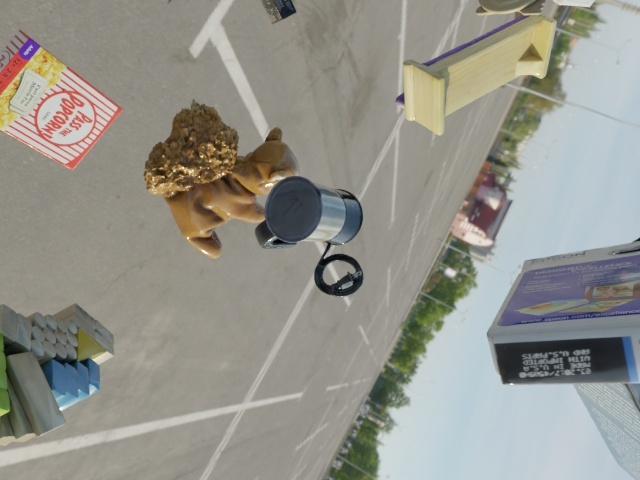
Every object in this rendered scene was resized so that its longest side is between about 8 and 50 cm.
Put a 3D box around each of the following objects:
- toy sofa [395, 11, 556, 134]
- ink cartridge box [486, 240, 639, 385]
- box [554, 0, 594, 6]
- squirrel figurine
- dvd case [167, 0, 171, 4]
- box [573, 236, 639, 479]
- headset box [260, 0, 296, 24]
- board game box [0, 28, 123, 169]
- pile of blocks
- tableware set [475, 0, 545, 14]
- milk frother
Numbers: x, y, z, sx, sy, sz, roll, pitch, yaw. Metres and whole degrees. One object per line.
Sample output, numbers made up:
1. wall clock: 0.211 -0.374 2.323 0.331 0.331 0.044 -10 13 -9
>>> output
1. toy sofa: 0.354 -0.415 1.192 0.363 0.177 0.150 -30 140 -15
2. ink cartridge box: 0.357 0.058 0.524 0.307 0.304 0.072 -18 95 -60
3. box: 0.507 -0.592 1.052 0.181 0.182 0.119 -22 155 -42
4. squirrel figurine: -0.264 -0.190 1.416 0.397 0.371 0.280 45 35 -45
5. dvd case: -0.187 -0.525 0.891 0.165 0.018 0.221 2 -123 55
6. box: 0.583 0.209 0.785 0.294 0.395 0.212 -35 -163 0
7. headset box: -0.081 -0.429 0.909 0.032 0.083 0.062 -32 115 -11
8. board game box: -0.456 -0.227 0.846 0.146 0.045 0.193 -51 148 0
9. pile of blocks: -0.337 0.150 0.527 0.113 0.148 0.362 -29 170 -2
10. tableware set: 0.208 -0.264 0.431 0.020 0.141 0.168 33 62 -51
11. milk frother: 0.000 0.000 0.679 0.129 0.143 0.135 -48 159 18
